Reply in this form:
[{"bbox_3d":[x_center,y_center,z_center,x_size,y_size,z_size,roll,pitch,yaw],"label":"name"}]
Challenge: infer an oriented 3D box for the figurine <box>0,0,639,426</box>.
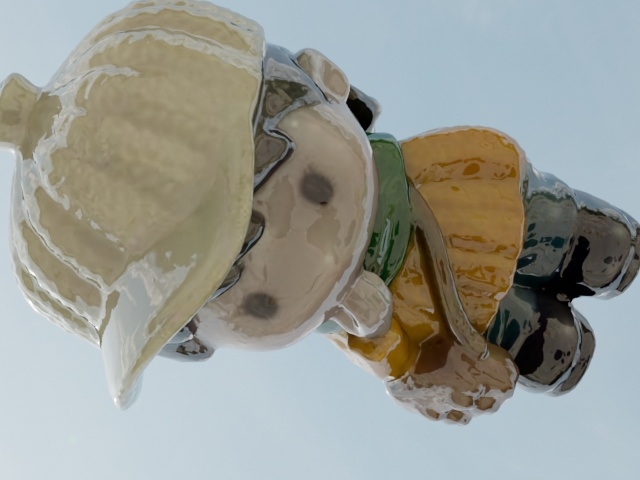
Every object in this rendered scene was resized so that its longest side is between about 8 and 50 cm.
[{"bbox_3d":[-0.008,-0.011,0.849,0.204,0.332,0.185,36,-70,44],"label":"figurine"}]
